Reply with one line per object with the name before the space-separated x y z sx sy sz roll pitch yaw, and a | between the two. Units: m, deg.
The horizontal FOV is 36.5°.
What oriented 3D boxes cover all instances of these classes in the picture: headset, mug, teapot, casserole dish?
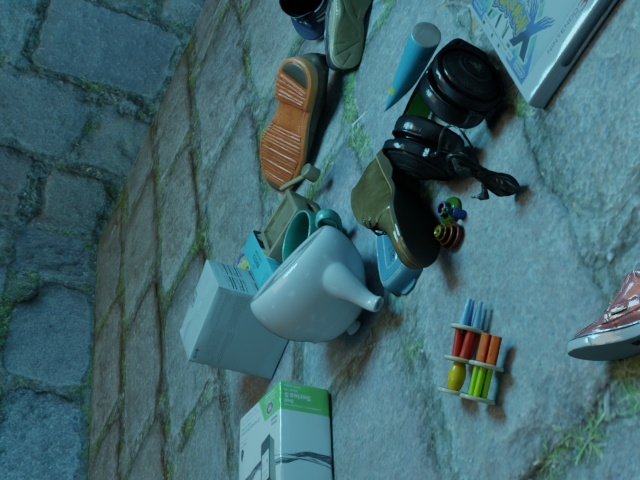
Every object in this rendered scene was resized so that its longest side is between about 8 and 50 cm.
headset | 0.227 -0.190 1.628 0.243 0.185 0.394 -60 11 22
mug | -0.004 0.009 2.021 0.158 0.097 0.129 -9 67 64
teapot | 0.000 0.110 1.860 0.252 0.187 0.256 -44 6 19
casserole dish | 0.139 0.012 1.772 0.114 0.037 0.188 -51 33 43

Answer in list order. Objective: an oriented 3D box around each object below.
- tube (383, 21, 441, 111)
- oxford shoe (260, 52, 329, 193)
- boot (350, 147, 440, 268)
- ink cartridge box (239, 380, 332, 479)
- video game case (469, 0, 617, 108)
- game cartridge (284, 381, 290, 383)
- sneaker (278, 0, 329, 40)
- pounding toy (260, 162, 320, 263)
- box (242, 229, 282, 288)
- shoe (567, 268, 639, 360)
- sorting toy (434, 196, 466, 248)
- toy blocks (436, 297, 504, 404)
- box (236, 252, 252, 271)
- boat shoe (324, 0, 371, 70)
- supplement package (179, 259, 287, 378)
tube | 0.161 -0.303 1.712 0.080 0.052 0.207 -37 -13 -23
oxford shoe | -0.046 -0.275 2.312 0.130 0.133 0.363 33 128 21
boot | 0.127 -0.036 1.702 0.115 0.112 0.305 -43 32 23
ink cartridge box | -0.070 0.441 1.876 0.198 0.115 0.273 -49 34 46
video game case | 0.365 -0.414 1.524 0.300 0.036 0.329 -59 27 32
game cartridge | -0.077 0.346 2.082 0.056 0.017 0.083 -1 75 62
sneaker | -0.042 -0.560 2.293 0.148 0.131 0.350 -62 -8 -22
pounding toy | -0.041 -0.066 2.174 0.206 0.094 0.181 -58 22 14
box | -0.099 0.063 2.202 0.060 0.100 0.244 -65 25 18
shoe | 0.370 0.089 1.167 0.178 0.063 0.081 -30 47 52
sorting toy | 0.211 -0.036 1.630 0.061 0.042 0.102 -50 33 45
toy blocks | 0.231 0.162 1.444 0.123 0.054 0.148 0 75 67
box | -0.183 0.114 2.436 0.105 0.043 0.179 -37 45 56
boat shoe | 0.056 -0.526 2.222 0.092 0.103 0.285 -6 76 61
supplement package | -0.184 0.177 2.191 0.194 0.203 0.149 -67 24 17
